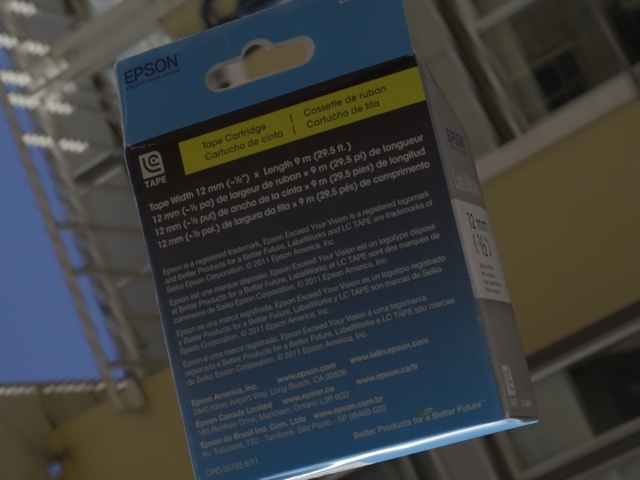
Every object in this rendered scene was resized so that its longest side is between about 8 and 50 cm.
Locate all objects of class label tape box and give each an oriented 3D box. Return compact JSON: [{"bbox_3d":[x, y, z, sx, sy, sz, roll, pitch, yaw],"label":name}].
[{"bbox_3d":[0.000,0.000,1.352,0.115,0.249,0.348,17,-122,-68],"label":"label tape box"}]
